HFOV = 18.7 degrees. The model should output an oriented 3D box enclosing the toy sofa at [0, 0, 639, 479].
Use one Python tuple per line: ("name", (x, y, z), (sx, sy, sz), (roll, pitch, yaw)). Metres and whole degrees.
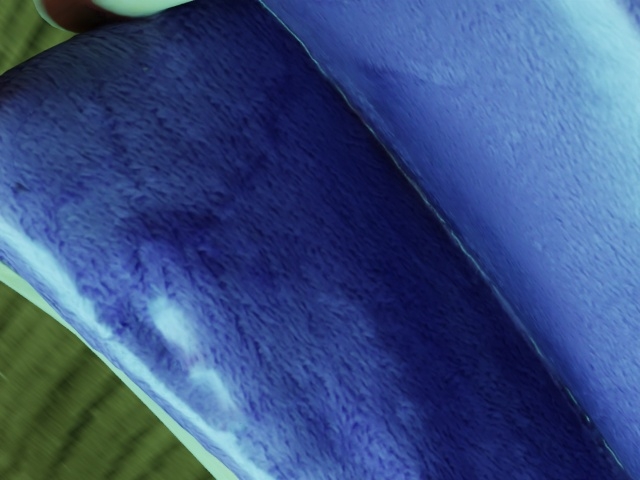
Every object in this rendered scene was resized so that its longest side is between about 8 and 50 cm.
("toy sofa", (0.084, 0.040, 0.508), (0.150, 0.177, 0.362), (-6, 128, 54))
